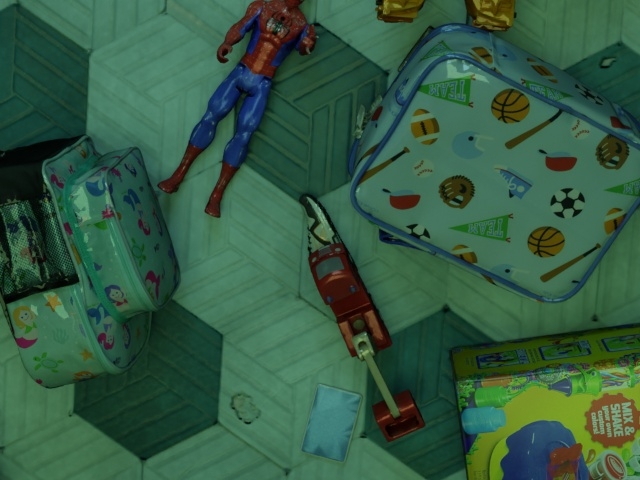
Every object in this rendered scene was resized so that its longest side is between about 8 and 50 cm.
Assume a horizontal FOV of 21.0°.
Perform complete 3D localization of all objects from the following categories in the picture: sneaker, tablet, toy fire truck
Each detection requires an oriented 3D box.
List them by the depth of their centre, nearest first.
[{"bbox_3d":[0.048,0.109,1.875,0.047,0.135,0.192,-24,121,5],"label":"toy fire truck"},{"bbox_3d":[0.000,0.000,1.918,0.043,0.040,0.109,-26,96,9],"label":"sneaker"},{"bbox_3d":[0.012,0.208,1.964,0.054,0.006,0.083,15,98,1],"label":"tablet"}]

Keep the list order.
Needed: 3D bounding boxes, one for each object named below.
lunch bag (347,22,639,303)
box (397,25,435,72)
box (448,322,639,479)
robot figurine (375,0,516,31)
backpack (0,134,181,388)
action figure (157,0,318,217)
[{"bbox_3d":[0.181,-0.076,1.826,0.303,0.115,0.243,26,116,-13],"label":"lunch bag"},{"bbox_3d":[0.134,-0.185,1.877,0.083,0.052,0.062,37,99,-1],"label":"box"},{"bbox_3d":[0.297,0.254,1.870,0.279,0.177,0.290,-8,98,3],"label":"box"},{"bbox_3d":[0.138,-0.370,1.814,0.211,0.085,0.291,5,87,-6],"label":"robot figurine"},{"bbox_3d":[-0.258,0.024,1.845,0.191,0.225,0.253,-8,102,9],"label":"backpack"},{"bbox_3d":[-0.081,-0.160,1.855,0.091,0.139,0.280,27,96,-2],"label":"action figure"}]
